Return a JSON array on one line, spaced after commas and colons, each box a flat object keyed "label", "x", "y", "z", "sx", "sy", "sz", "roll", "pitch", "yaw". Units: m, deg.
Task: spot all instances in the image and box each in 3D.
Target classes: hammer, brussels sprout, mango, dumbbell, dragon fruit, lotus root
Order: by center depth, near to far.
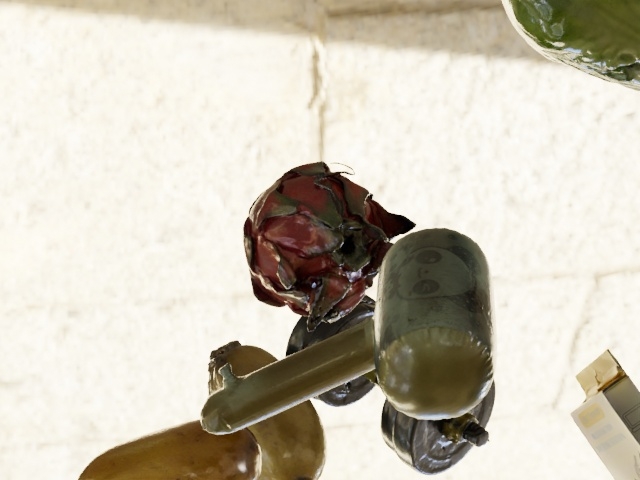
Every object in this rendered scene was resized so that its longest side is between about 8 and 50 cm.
[{"label": "hammer", "x": 0.019, "y": 0.109, "z": 1.254, "sx": 0.305, "sy": 0.202, "sz": 0.113, "roll": -23, "pitch": 115, "yaw": 18}, {"label": "brussels sprout", "x": 0.332, "y": -0.271, "z": 1.486, "sx": 0.210, "sy": 0.271, "sz": 0.219, "roll": -53, "pitch": 167, "yaw": 14}, {"label": "mango", "x": -0.178, "y": 0.273, "z": 1.602, "sx": 0.219, "sy": 0.112, "sz": 0.145, "roll": -5, "pitch": 179, "yaw": -12}, {"label": "dragon fruit", "x": 0.000, "y": 0.000, "z": 1.711, "sx": 0.192, "sy": 0.193, "sz": 0.274, "roll": -37, "pitch": -172, "yaw": -22}, {"label": "dumbbell", "x": 0.101, "y": 0.205, "z": 2.008, "sx": 0.185, "sy": 0.388, "sz": 0.185, "roll": -23, "pitch": 127, "yaw": -35}, {"label": "lotus root", "x": -0.075, "y": 0.276, "z": 2.010, "sx": 0.130, "sy": 0.303, "sz": 0.146, "roll": -8, "pitch": 145, "yaw": -35}]

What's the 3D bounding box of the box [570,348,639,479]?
[{"label": "box", "x": 0.295, "y": 0.214, "z": 1.161, "sx": 0.033, "sy": 0.247, "sz": 0.129, "roll": -32, "pitch": 167, "yaw": -11}]
